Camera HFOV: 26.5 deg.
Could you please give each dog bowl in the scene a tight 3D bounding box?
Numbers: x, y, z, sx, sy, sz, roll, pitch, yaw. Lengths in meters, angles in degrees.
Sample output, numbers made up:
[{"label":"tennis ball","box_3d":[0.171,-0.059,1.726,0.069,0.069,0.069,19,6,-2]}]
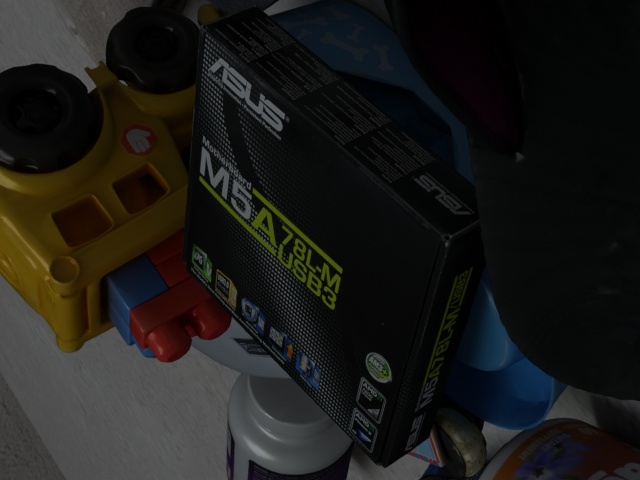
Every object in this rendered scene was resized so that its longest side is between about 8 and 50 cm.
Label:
[{"label":"dog bowl","box_3d":[0.049,-0.026,0.778,0.297,0.074,0.166,44,155,26]}]

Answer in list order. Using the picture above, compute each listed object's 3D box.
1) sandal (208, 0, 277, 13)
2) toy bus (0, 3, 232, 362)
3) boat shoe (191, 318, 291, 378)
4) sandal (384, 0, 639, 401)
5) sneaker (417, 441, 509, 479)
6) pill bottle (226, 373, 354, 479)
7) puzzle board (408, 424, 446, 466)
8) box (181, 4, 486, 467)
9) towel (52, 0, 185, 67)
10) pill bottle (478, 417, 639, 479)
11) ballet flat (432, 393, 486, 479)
[{"label":"sandal","box_3d":[-0.018,-0.202,0.718,0.097,0.054,0.254,48,148,-1]},{"label":"toy bus","box_3d":[-0.113,-0.024,0.905,0.211,0.220,0.149,49,156,19]},{"label":"boat shoe","box_3d":[-0.038,0.032,0.992,0.108,0.102,0.301,46,157,-25]},{"label":"sandal","box_3d":[0.099,-0.082,0.487,0.167,0.107,0.446,-4,130,25]},{"label":"sneaker","box_3d":[0.110,0.197,0.942,0.083,0.087,0.221,54,158,2]},{"label":"pill bottle","box_3d":[-0.024,0.156,1.127,0.108,0.108,0.193,47,156,21]},{"label":"puzzle board","box_3d":[0.029,0.068,0.804,0.096,0.011,0.128,8,119,66]},{"label":"box","box_3d":[0.000,0.000,0.730,0.190,0.045,0.184,44,146,27]},{"label":"towel","box_3d":[-0.166,-0.230,0.965,0.187,0.049,0.282,54,157,2]},{"label":"pill bottle","box_3d":[0.187,0.186,0.729,0.216,0.121,0.121,24,142,51]},{"label":"ballet flat","box_3d":[0.085,0.110,0.848,0.173,0.049,0.057,-60,-54,-88]}]
